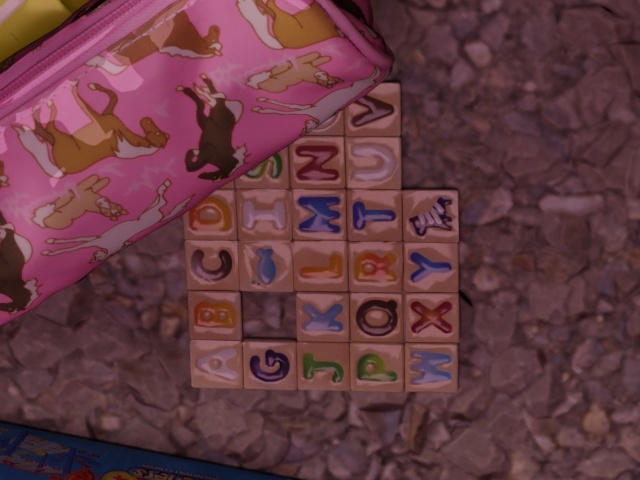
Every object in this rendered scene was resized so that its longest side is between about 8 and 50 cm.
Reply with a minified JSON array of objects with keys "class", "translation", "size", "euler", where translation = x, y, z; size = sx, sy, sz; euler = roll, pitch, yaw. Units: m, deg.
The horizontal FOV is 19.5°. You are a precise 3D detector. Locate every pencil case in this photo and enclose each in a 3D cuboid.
[{"class":"pencil case","translation":[-0.145,-0.073,1.169],"size":[0.386,0.160,0.167],"euler":[-33,108,17]}]

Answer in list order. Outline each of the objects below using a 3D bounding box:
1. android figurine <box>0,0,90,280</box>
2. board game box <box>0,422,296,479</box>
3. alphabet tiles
[{"class":"android figurine","translation":[-0.220,-0.104,1.278],"size":[0.248,0.056,0.273],"euler":[-38,103,18]},{"class":"board game box","translation":[-0.177,0.307,1.423],"size":[0.301,0.086,0.308],"euler":[11,112,1]},{"class":"alphabet tiles","translation":[0.000,0.000,1.324],"size":[0.198,0.009,0.237],"euler":[1,112,6]}]
